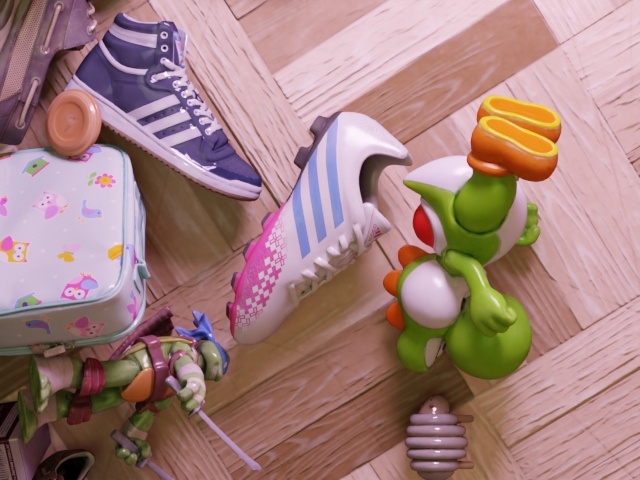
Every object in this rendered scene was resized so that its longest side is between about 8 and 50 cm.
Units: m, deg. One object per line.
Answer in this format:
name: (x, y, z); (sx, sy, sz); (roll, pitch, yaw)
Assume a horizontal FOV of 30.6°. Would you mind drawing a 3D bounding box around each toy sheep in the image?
toy sheep: (0.152, 0.266, 1.518); (0.091, 0.091, 0.132); (-1, 78, 1)

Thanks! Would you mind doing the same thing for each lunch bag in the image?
lunch bag: (-0.316, 0.011, 1.416); (0.223, 0.279, 0.108); (-6, 140, -1)

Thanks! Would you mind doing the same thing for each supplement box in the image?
supplement box: (-0.482, 0.274, 1.504); (0.239, 0.130, 0.073); (-7, 106, 2)

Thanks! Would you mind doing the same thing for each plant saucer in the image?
plant saucer: (-0.307, -0.146, 1.441); (0.083, 0.013, 0.084); (-2, 86, 28)

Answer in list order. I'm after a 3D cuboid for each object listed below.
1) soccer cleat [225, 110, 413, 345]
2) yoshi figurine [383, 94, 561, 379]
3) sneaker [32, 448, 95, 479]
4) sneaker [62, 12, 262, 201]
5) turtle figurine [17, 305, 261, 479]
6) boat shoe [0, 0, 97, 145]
soccer cleat: (0.000, 0.000, 1.466); (0.143, 0.116, 0.331); (27, 94, 17)
yoshi figurine: (0.214, 0.024, 1.430); (0.203, 0.203, 0.362); (-1, 123, -31)
sneaker: (-0.356, 0.324, 1.479); (0.071, 0.188, 0.066); (-27, 106, 35)
sneaker: (-0.170, -0.174, 1.470); (0.282, 0.099, 0.153); (32, 98, 1)
turtle figurine: (-0.223, 0.221, 1.438); (0.266, 0.197, 0.275); (-1, 89, -26)
boat shoe: (-0.352, -0.281, 1.464); (0.130, 0.132, 0.355); (28, 92, -27)
